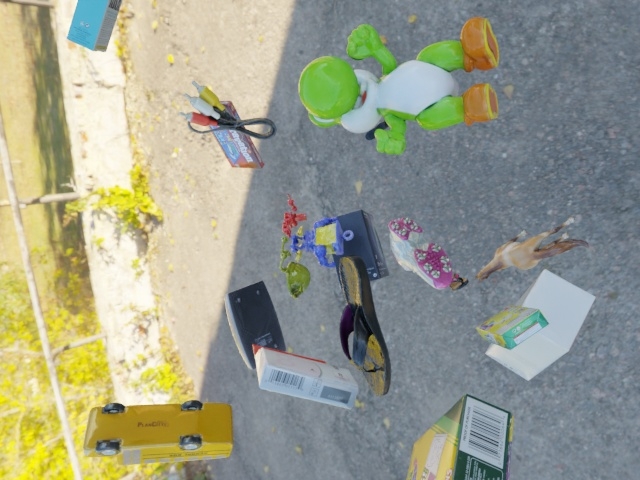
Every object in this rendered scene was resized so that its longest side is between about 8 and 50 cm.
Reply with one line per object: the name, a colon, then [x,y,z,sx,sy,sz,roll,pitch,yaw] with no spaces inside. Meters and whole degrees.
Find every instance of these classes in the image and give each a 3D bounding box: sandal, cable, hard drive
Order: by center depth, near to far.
cable: [-0.271,-0.342,1.343,0.139,0.287,0.072,-61,24,15]
sandal: [0.110,0.271,1.441,0.167,0.107,0.445,-24,79,66]
hard drive: [-0.218,0.275,1.506,0.054,0.172,0.254,-18,91,43]
sandal: [0.533,0.158,1.843,0.040,0.067,0.179,52,176,-11]

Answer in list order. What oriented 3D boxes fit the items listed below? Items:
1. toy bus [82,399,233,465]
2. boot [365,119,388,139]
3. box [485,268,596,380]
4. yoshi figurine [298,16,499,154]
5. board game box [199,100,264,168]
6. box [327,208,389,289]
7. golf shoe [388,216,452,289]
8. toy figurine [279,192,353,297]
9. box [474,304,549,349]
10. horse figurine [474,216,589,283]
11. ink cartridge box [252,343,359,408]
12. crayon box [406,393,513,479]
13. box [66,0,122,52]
toy bus: [-0.383,0.468,1.114,0.108,0.333,0.130,-103,24,-43]
boot: [0.273,-0.520,2.147,0.121,0.099,0.045,-38,92,33]
box: [0.709,0.287,1.509,0.168,0.215,0.345,32,157,20]
yoshi figurine: [0.110,-0.266,0.803,0.362,0.203,0.203,0,138,33]
board game box: [-0.317,-0.371,1.636,0.145,0.027,0.281,6,142,28]
box: [0.159,0.038,1.951,0.183,0.296,0.293,-17,84,14]
golf shoe: [0.321,0.059,1.494,0.140,0.115,0.306,95,155,-43]
toy figurine: [0.000,0.000,1.515,0.362,0.217,0.191,-88,-12,-44]
box: [0.426,0.194,1.045,0.043,0.105,0.179,57,178,2]
horse figurine: [0.470,0.023,1.043,0.066,0.175,0.263,58,168,-1]
ink cartridge box: [-0.042,0.256,0.955,0.232,0.189,0.066,-132,61,-74]
crayon box: [0.230,0.525,0.861,0.106,0.362,0.313,22,139,6]
box: [-0.479,-0.546,1.009,0.244,0.060,0.100,-64,16,15]
